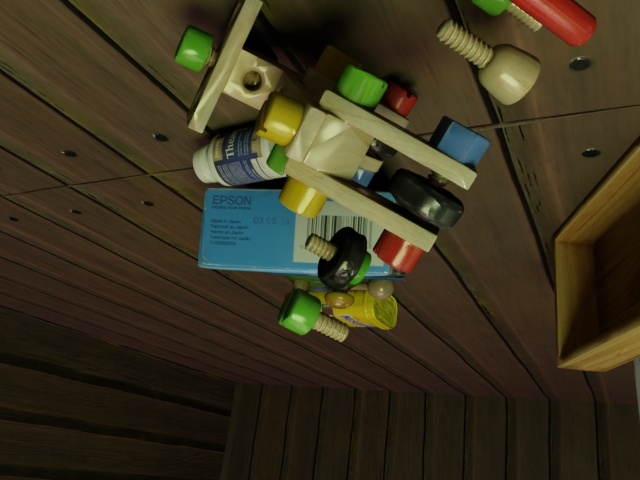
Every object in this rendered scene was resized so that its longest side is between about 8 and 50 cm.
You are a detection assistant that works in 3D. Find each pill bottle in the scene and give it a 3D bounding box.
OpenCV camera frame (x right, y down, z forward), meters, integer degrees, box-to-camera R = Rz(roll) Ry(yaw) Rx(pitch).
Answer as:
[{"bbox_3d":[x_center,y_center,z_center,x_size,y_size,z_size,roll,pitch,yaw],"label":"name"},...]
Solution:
[{"bbox_3d":[-0.094,-0.102,0.725,0.120,0.067,0.067,-6,155,31],"label":"pill bottle"}]

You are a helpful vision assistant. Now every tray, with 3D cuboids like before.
[{"bbox_3d":[0.371,0.014,0.683,0.076,0.202,0.411,5,159,5],"label":"tray"}]

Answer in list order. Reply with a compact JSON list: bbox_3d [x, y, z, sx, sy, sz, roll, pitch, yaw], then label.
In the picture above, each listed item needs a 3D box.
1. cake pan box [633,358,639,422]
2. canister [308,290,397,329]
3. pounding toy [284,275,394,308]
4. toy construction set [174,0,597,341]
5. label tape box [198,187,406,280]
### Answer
[{"bbox_3d":[0.611,0.192,0.977,0.070,0.266,0.245,6,161,-3],"label":"cake pan box"},{"bbox_3d":[0.066,0.148,1.308,0.170,0.073,0.126,-4,156,31],"label":"canister"},{"bbox_3d":[0.016,0.088,1.117,0.183,0.110,0.237,-8,154,34],"label":"pounding toy"},{"bbox_3d":[0.010,-0.126,0.475,0.237,0.257,0.309,28,132,-18],"label":"toy construction set"},{"bbox_3d":[0.000,0.000,0.871,0.241,0.105,0.334,3,176,11],"label":"label tape box"}]
